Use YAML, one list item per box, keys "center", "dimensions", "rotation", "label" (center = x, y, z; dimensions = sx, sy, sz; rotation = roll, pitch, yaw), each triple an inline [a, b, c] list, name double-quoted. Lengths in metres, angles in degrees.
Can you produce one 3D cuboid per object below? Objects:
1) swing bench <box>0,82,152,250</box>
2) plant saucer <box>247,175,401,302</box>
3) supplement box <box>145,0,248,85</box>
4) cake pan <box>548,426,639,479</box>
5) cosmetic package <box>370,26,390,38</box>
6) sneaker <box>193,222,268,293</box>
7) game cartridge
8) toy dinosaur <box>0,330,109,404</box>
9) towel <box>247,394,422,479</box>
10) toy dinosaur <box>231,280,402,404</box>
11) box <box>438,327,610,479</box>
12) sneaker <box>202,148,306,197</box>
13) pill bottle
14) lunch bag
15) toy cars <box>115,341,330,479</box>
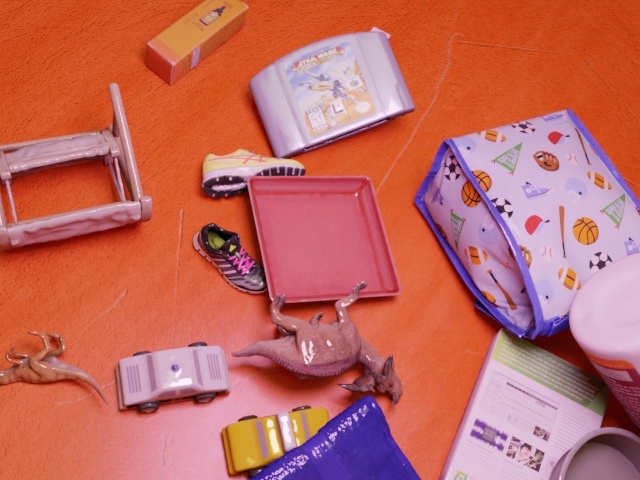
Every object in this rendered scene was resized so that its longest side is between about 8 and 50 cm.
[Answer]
- center: [-0.452, -0.112, 1.429]
  dimensions: [0.253, 0.165, 0.254]
  rotation: [-12, 72, -20]
  label: "swing bench"
- center: [0.000, 0.000, 1.524]
  dimensions: [0.259, 0.047, 0.259]
  rotation: [-2, 64, -23]
  label: "plant saucer"
- center: [-0.254, -0.425, 1.686]
  dimensions: [0.078, 0.080, 0.233]
  rotation: [40, 63, 8]
  label: "supplement box"
- center: [0.490, 0.464, 1.364]
  dimensions: [0.293, 0.054, 0.293]
  rotation: [10, 69, -26]
  label: "cake pan"
- center: [0.105, -0.390, 1.728]
  dimensions: [0.041, 0.115, 0.060]
  rotation: [28, 60, 3]
  label: "cosmetic package"
- center: [-0.158, 0.029, 1.470]
  dimensions: [0.170, 0.075, 0.063]
  rotation: [40, 61, 8]
  label: "sneaker"
- center: [0.017, -0.299, 1.628]
  dimensions: [0.297, 0.062, 0.198]
  rotation: [-21, 88, -2]
  label: "game cartridge"
- center: [-0.441, 0.207, 1.329]
  dimensions: [0.212, 0.064, 0.112]
  rotation: [3, 80, -2]
  label: "toy dinosaur"
- center: [0.013, 0.418, 1.283]
  dimensions: [0.308, 0.076, 0.227]
  rotation: [-31, 92, -27]
  label: "towel"
- center: [0.011, 0.193, 1.379]
  dimensions: [0.296, 0.127, 0.200]
  rotation: [-5, 57, -24]
  label: "toy dinosaur"
- center: [0.366, 0.343, 1.441]
  dimensions: [0.232, 0.058, 0.322]
  rotation: [28, 61, 2]
  label: "box"
- center: [-0.130, -0.142, 1.567]
  dimensions: [0.209, 0.081, 0.094]
  rotation: [-3, 50, -22]
  label: "sneaker"
- center: [0.607, 0.224, 1.377]
  dimensions: [0.392, 0.224, 0.224]
  rotation: [50, 57, -25]
  label: "pill bottle"
- center: [0.418, -0.019, 1.542]
  dimensions: [0.328, 0.239, 0.385]
  rotation: [-19, 61, -23]
  label: "lunch bag"
- center: [-0.151, 0.270, 1.338]
  dimensions: [0.394, 0.087, 0.176]
  rotation: [30, 60, 3]
  label: "toy cars"
